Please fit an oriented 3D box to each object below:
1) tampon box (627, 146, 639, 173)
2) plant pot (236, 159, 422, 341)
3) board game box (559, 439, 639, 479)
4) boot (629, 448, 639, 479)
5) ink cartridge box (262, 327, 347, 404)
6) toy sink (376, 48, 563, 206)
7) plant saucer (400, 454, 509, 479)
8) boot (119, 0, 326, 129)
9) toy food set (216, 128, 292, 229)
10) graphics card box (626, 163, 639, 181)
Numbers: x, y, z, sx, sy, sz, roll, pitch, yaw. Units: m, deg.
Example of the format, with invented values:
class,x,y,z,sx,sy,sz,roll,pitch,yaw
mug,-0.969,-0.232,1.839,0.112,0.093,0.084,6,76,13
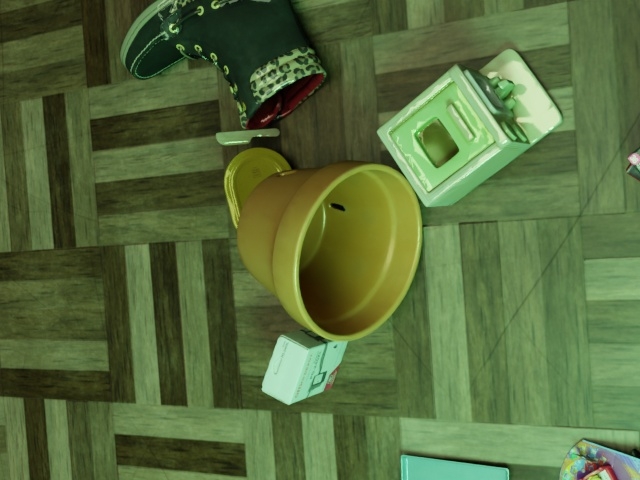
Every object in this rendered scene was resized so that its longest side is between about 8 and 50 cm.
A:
class,x,y,z,sx,sy,sz,roll,pitch,yaw
tampon box,0.508,-0.112,1.139,0.161,0.101,0.120,-42,74,25
plant pot,0.000,0.000,1.454,0.203,0.291,0.290,18,102,44
board game box,0.427,0.384,1.329,0.169,0.033,0.133,12,93,48
boot,0.456,0.385,1.346,0.114,0.037,0.106,-28,77,32
ink cartridge box,-0.025,0.214,1.534,0.063,0.150,0.109,25,105,26
toy sink,0.233,-0.180,1.376,0.234,0.131,0.152,-37,76,25
plant saucer,0.227,0.404,1.483,0.192,0.018,0.067,0,93,28
boot,-0.180,-0.331,1.601,0.377,0.138,0.284,-31,78,22
toy food set,-0.111,-0.100,1.614,0.128,0.071,0.217,-12,94,-4
graphics card box,0.636,-0.085,1.180,0.371,0.094,0.232,40,111,20
